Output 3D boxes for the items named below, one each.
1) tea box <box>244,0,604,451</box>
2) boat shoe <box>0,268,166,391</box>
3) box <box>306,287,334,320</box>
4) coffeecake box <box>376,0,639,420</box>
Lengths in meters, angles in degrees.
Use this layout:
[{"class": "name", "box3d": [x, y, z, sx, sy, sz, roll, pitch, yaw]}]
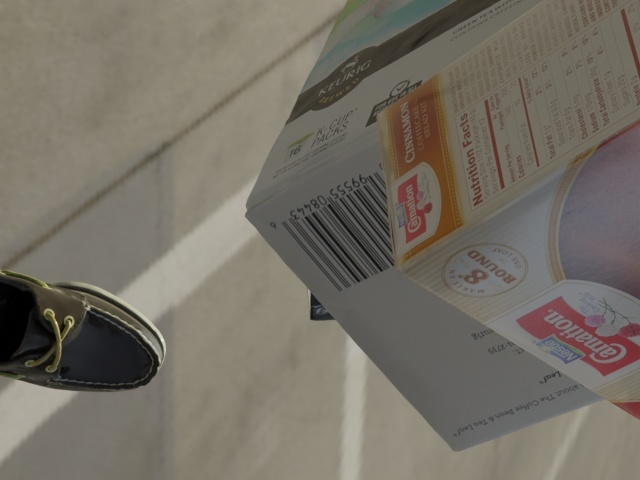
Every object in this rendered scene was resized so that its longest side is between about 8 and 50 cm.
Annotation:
[{"class": "tea box", "box3d": [0.179, -0.098, 0.902, 0.220, 0.329, 0.323, 49, 37, -21]}, {"class": "boat shoe", "box3d": [-0.215, 0.062, 1.071, 0.069, 0.227, 0.081, -134, -116, -71]}, {"class": "box", "box3d": [0.000, 0.000, 0.987, 0.067, 0.018, 0.083, -97, -174, -51]}, {"class": "coffeecake box", "box3d": [0.133, -0.029, 0.461, 0.142, 0.185, 0.068, 30, 40, -36]}]
